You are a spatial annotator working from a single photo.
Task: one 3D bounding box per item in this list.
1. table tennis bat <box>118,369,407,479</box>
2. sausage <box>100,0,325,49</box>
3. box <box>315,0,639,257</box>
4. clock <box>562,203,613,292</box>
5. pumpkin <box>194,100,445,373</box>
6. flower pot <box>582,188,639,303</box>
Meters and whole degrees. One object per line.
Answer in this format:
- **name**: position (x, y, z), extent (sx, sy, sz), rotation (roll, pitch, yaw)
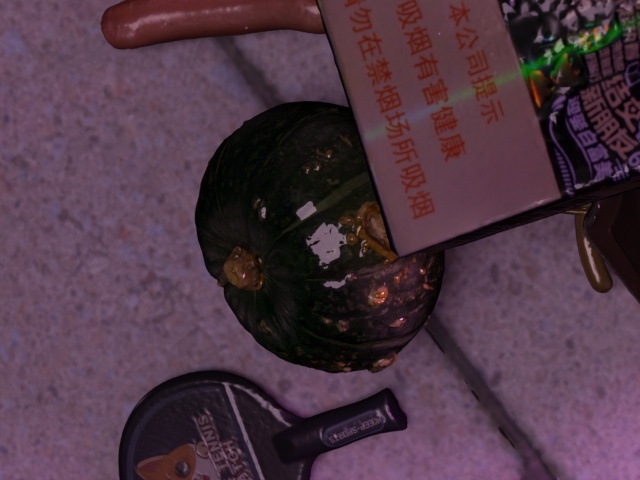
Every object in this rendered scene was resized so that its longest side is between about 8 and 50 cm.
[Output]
- **table tennis bat**: position (-0.046, 0.158, 1.441), extent (0.236, 0.027, 0.150), rotation (-21, 92, 23)
- **sausage**: position (-0.068, -0.161, 1.383), extent (0.186, 0.043, 0.043), rotation (-3, 98, 20)
- **box**: position (0.164, -0.126, 1.171), extent (0.310, 0.084, 0.198), rotation (-20, 82, 24)
- **clock**: position (0.170, -0.122, 1.283), extent (0.235, 0.096, 0.308), rotation (17, 105, 15)
- **pumpkin**: position (-0.001, -0.001, 1.326), extent (0.190, 0.146, 0.190), rotation (23, 136, 23)
- **flower pot**: position (0.302, -0.010, 1.215), extent (0.251, 0.084, 0.179), rotation (-29, 125, 19)
